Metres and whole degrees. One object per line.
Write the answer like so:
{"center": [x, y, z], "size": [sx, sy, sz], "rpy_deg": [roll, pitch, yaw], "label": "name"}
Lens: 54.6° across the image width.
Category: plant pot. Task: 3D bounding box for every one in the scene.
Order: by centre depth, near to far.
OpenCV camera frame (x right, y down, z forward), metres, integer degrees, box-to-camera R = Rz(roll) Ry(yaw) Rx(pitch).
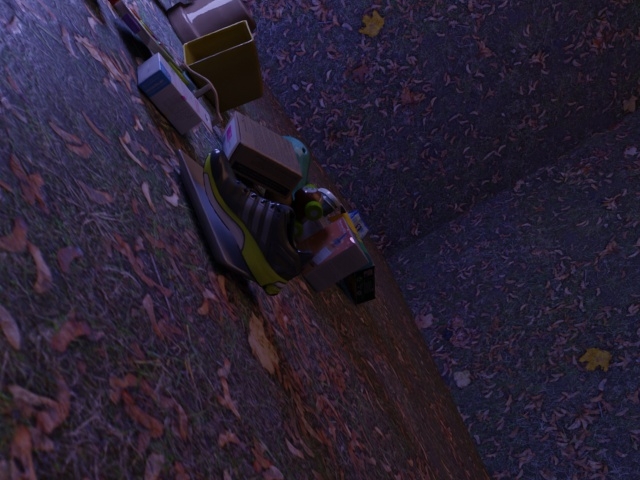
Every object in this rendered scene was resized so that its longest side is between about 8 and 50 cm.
{"center": [-0.281, -0.521, 1.893], "size": [0.212, 0.212, 0.187], "rpy_deg": [-110, 179, -53], "label": "plant pot"}
{"center": [-0.346, -0.721, 2.081], "size": [0.263, 0.229, 0.263], "rpy_deg": [57, 7, -12], "label": "plant pot"}

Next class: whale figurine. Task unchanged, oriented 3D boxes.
{"center": [-0.093, -0.216, 2.008], "size": [0.216, 0.141, 0.272], "rpy_deg": [17, 51, -52], "label": "whale figurine"}

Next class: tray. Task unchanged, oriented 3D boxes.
{"center": [-0.201, -0.040, 1.181], "size": [0.270, 0.030, 0.145], "rpy_deg": [63, 10, 27], "label": "tray"}

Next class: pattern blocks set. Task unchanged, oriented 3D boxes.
{"center": [-0.396, -0.470, 1.437], "size": [0.285, 0.026, 0.325], "rpy_deg": [51, 2, 3], "label": "pattern blocks set"}

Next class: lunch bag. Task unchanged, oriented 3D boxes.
{"center": [0.122, -0.046, 2.655], "size": [0.129, 0.151, 0.096], "rpy_deg": [54, 9, -33], "label": "lunch bag"}

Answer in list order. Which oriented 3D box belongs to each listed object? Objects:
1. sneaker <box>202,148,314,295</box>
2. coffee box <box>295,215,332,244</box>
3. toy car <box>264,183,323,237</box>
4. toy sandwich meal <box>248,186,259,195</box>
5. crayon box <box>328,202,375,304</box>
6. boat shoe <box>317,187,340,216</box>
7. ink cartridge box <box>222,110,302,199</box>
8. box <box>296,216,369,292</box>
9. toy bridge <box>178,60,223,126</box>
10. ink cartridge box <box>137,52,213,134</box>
{"center": [-0.117, -0.050, 1.180], "size": [0.300, 0.121, 0.111], "rpy_deg": [59, 8, 3], "label": "sneaker"}
{"center": [0.000, 0.000, 1.964], "size": [0.141, 0.098, 0.246], "rpy_deg": [61, 9, 16], "label": "coffee box"}
{"center": [-0.099, -0.129, 1.764], "size": [0.188, 0.149, 0.155], "rpy_deg": [42, 16, -23], "label": "toy car"}
{"center": [-0.170, -0.098, 1.581], "size": [0.085, 0.029, 0.085], "rpy_deg": [60, 10, -18], "label": "toy sandwich meal"}
{"center": [0.102, 0.046, 2.235], "size": [0.202, 0.081, 0.318], "rpy_deg": [83, -13, -49], "label": "crayon box"}
{"center": [-0.020, -0.132, 2.314], "size": [0.116, 0.099, 0.319], "rpy_deg": [45, -8, -13], "label": "boat shoe"}
{"center": [-0.162, -0.234, 1.677], "size": [0.193, 0.088, 0.234], "rpy_deg": [26, 24, -24], "label": "ink cartridge box"}
{"center": [0.028, 0.040, 1.739], "size": [0.091, 0.170, 0.130], "rpy_deg": [51, 10, -40], "label": "box"}
{"center": [-0.318, -0.403, 1.672], "size": [0.188, 0.063, 0.026], "rpy_deg": [58, 9, -9], "label": "toy bridge"}
{"center": [-0.315, -0.304, 1.346], "size": [0.181, 0.062, 0.104], "rpy_deg": [51, 11, -38], "label": "ink cartridge box"}
